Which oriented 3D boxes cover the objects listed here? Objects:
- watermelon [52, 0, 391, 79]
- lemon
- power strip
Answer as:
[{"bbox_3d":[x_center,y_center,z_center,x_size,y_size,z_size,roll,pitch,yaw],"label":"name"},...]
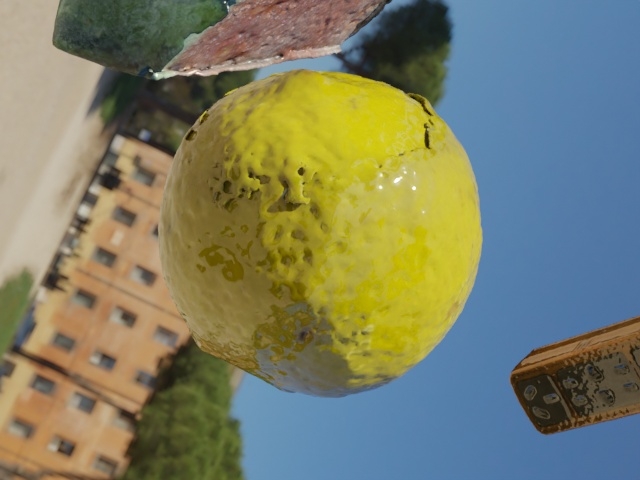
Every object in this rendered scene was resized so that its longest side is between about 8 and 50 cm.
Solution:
[{"bbox_3d":[-0.023,-0.187,0.874,0.318,0.148,0.226,-49,157,-27],"label":"watermelon"},{"bbox_3d":[0.000,0.000,1.423,0.350,0.350,0.387,-86,175,-65],"label":"lemon"},{"bbox_3d":[0.173,0.070,0.726,0.028,0.049,0.178,-31,-177,-40],"label":"power strip"}]
